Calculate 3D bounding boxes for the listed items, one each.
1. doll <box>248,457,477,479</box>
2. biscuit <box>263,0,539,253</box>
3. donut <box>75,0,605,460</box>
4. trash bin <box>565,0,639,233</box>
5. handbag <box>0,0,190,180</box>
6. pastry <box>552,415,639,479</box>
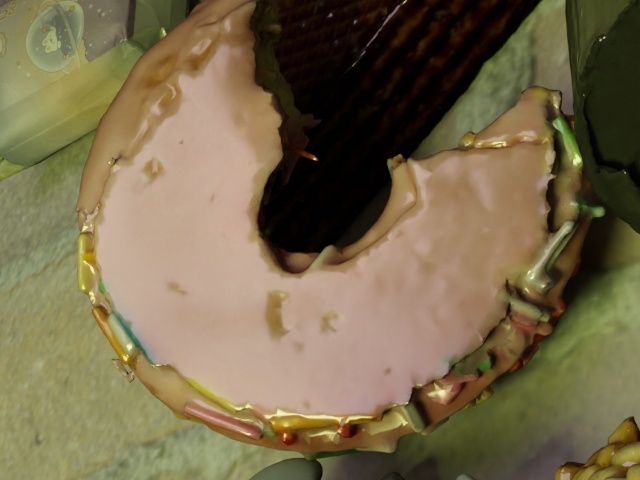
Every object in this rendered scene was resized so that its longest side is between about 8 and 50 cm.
[{"bbox_3d":[-0.028,0.189,0.616,0.258,0.153,0.195,-52,0,-10],"label":"doll"},{"bbox_3d":[0.055,-0.140,0.817,0.388,0.073,0.107,-50,40,12],"label":"biscuit"},{"bbox_3d":[0.000,0.000,0.711,0.233,0.085,0.199,28,82,23],"label":"donut"},{"bbox_3d":[0.177,-0.156,0.569,0.203,0.252,0.301,99,174,-55],"label":"trash bin"},{"bbox_3d":[-0.166,-0.121,1.037,0.173,0.095,0.117,-27,44,31],"label":"handbag"},{"bbox_3d":[0.159,0.142,0.440,0.311,0.162,0.255,-22,48,37],"label":"pastry"}]
